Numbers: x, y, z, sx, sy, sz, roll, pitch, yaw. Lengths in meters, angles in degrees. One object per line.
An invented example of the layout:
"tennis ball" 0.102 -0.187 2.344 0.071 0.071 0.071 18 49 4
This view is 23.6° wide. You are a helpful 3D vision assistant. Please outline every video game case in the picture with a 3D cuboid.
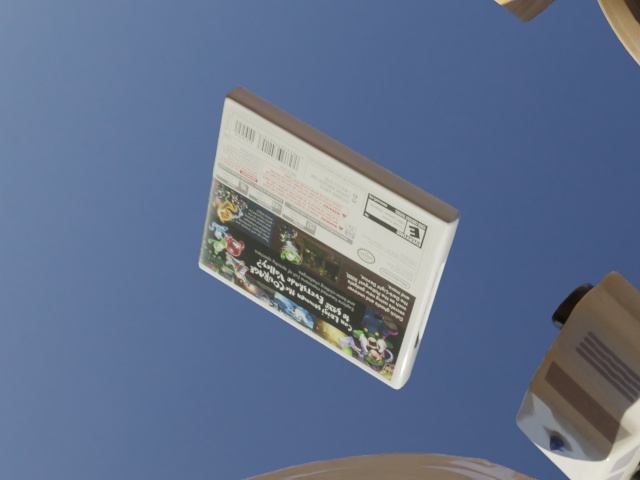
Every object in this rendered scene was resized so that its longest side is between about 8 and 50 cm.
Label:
"video game case" 0.000 0.000 1.110 0.022 0.190 0.173 -42 155 -42

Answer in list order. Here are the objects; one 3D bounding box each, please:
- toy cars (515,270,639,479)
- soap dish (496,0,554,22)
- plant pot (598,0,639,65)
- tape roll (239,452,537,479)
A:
"toy cars" 0.216 0.111 0.860 0.087 0.176 0.394 -35 -164 -25
"soap dish" 0.151 -0.292 0.846 0.291 0.118 0.228 -39 -123 51
"plant pot" 0.404 -0.274 1.659 0.110 0.237 0.237 -35 -145 38
"tape roll" 0.007 0.219 0.862 0.286 0.100 0.286 -11 -168 2
